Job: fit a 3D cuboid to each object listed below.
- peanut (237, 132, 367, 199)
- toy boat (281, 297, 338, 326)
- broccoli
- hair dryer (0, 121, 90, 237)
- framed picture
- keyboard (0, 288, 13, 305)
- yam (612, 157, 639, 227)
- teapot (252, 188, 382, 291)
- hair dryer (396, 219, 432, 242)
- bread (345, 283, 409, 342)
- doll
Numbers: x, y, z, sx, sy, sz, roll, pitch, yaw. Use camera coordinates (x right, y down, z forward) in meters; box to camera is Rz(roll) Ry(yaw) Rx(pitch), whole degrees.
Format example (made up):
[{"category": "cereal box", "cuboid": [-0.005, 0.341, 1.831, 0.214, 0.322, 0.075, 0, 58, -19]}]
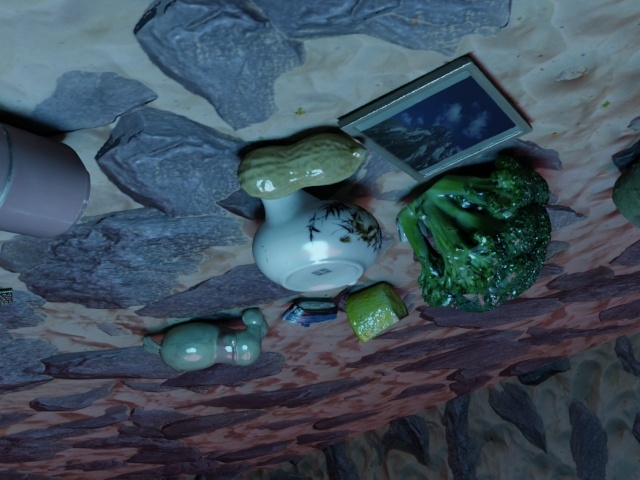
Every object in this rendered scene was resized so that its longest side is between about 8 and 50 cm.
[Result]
[{"category": "peanut", "cuboid": [-0.025, -0.106, 1.254, 0.187, 0.082, 0.082, -16, 159, 0]}, {"category": "toy boat", "cuboid": [-0.024, 0.160, 1.946, 0.137, 0.060, 0.061, -1, 134, -40]}, {"category": "broccoli", "cuboid": [0.265, -0.007, 1.517, 0.294, 0.245, 0.265, -46, -176, 17]}, {"category": "hair dryer", "cuboid": [-0.476, -0.051, 1.088, 0.352, 0.125, 0.210, -15, 163, 31]}, {"category": "framed picture", "cuboid": [0.176, -0.169, 1.302, 0.209, 0.019, 0.281, -25, 156, 25]}, {"category": "keyboard", "cuboid": [-0.586, 0.102, 1.502, 0.129, 0.015, 0.049, -5, 157, -22]}, {"category": "yam", "cuboid": [0.641, -0.121, 1.535, 0.161, 0.161, 0.268, -6, 156, -20]}, {"category": "teapot", "cuboid": [0.000, 0.000, 1.462, 0.208, 0.166, 0.299, -31, 162, 20]}, {"category": "hair dryer", "cuboid": [0.184, -0.014, 1.671, 0.082, 0.047, 0.137, -13, 166, -1]}, {"category": "bread", "cuboid": [0.120, 0.157, 1.963, 0.114, 0.111, 0.129, -27, 179, 19]}, {"category": "doll", "cuboid": [-0.238, 0.227, 1.904, 0.275, 0.113, 0.155, -11, 162, -11]}]
